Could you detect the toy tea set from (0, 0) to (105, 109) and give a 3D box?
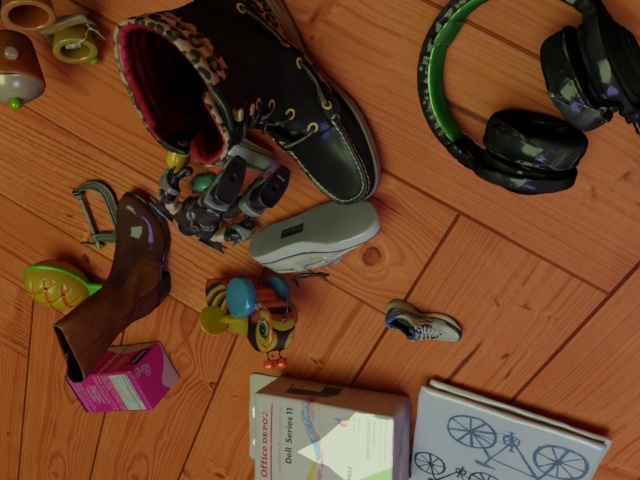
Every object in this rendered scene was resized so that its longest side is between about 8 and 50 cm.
[{"bbox_3d":[-0.466,-0.299,0.869,0.200,0.336,0.124,-16,76,8],"label":"toy tea set"}]

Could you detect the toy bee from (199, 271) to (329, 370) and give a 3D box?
[{"bbox_3d":[-0.111,0.139,1.038,0.298,0.195,0.162,168,100,-70],"label":"toy bee"}]

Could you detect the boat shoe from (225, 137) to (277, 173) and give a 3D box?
[{"bbox_3d":[-0.166,-0.182,0.961,0.226,0.083,0.075,24,87,-11],"label":"boat shoe"}]

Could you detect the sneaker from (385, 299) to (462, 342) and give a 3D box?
[{"bbox_3d":[0.170,0.151,1.017,0.135,0.058,0.052,16,124,15],"label":"sneaker"}]

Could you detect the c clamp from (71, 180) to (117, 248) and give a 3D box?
[{"bbox_3d":[-0.457,-0.048,1.213,0.137,0.022,0.160,7,122,21],"label":"c clamp"}]

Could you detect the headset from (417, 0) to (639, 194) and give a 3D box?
[{"bbox_3d":[0.281,-0.144,0.711,0.394,0.185,0.243,41,128,12],"label":"headset"}]

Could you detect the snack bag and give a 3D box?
[{"bbox_3d":[0.329,0.429,1.124,0.323,0.037,0.342,14,126,18],"label":"snack bag"}]

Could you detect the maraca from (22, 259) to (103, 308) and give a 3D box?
[{"bbox_3d":[-0.551,0.103,1.306,0.186,0.099,0.127,23,139,-20],"label":"maraca"}]

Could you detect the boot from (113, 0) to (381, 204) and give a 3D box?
[{"bbox_3d":[-0.078,-0.167,0.800,0.138,0.284,0.377,-22,106,33],"label":"boot"}]

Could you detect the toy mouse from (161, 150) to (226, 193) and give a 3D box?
[{"bbox_3d":[-0.205,-0.127,1.043,0.143,0.031,0.161,35,127,2],"label":"toy mouse"}]

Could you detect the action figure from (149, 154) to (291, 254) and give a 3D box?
[{"bbox_3d":[-0.171,-0.058,0.995,0.185,0.099,0.285,26,156,-28],"label":"action figure"}]

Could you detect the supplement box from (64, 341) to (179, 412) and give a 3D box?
[{"bbox_3d":[-0.453,0.315,1.373,0.220,0.111,0.113,-10,113,29],"label":"supplement box"}]

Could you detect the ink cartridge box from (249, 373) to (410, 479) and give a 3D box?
[{"bbox_3d":[-0.013,0.390,1.169,0.354,0.119,0.207,3,97,24],"label":"ink cartridge box"}]

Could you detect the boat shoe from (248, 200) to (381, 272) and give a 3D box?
[{"bbox_3d":[0.000,0.000,0.997,0.258,0.095,0.084,-10,141,38],"label":"boat shoe"}]

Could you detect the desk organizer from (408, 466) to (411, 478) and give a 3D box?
[{"bbox_3d":[0.113,0.459,1.215,0.130,0.050,0.047,9,123,35],"label":"desk organizer"}]

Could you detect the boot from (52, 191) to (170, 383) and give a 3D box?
[{"bbox_3d":[-0.393,0.077,1.096,0.096,0.280,0.264,18,125,15],"label":"boot"}]
